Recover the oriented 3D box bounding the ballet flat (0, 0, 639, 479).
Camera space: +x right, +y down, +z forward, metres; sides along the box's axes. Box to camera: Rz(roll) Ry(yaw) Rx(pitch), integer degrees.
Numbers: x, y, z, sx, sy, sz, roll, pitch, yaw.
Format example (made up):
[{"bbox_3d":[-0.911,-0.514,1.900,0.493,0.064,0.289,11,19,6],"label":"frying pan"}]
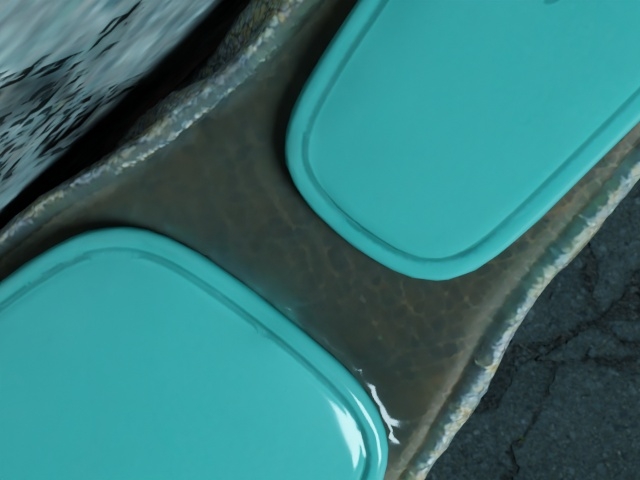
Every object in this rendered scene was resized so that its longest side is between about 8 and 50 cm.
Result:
[{"bbox_3d":[0.000,0.000,0.401,0.316,0.107,0.106,-43,-174,14],"label":"ballet flat"}]
